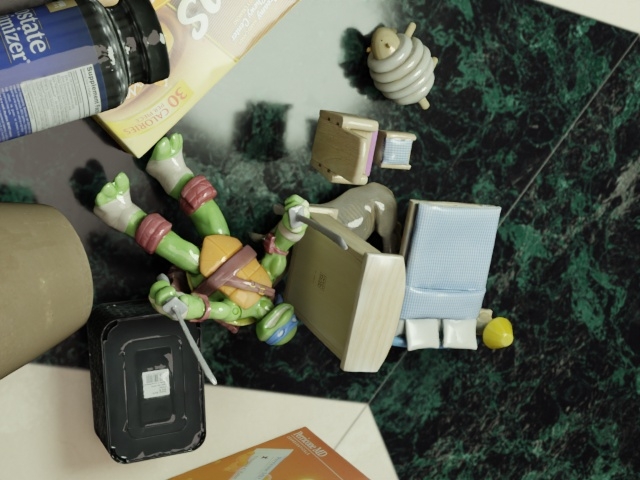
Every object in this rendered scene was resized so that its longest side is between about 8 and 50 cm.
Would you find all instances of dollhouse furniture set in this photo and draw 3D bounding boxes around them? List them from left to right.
[{"bbox_3d":[0.145,0.015,1.324,0.303,0.198,0.287,4,106,-26],"label":"dollhouse furniture set"}]

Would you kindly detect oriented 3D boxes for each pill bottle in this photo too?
[{"bbox_3d":[-0.273,-0.181,1.129,0.219,0.123,0.123,-20,108,-17],"label":"pill bottle"}]

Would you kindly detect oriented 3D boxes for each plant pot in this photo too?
[{"bbox_3d":[-0.376,0.055,1.171,0.229,0.263,0.263,-19,108,-38],"label":"plant pot"}]

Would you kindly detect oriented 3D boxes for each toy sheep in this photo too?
[{"bbox_3d":[0.107,-0.220,1.408,0.091,0.091,0.132,-48,120,-9],"label":"toy sheep"}]

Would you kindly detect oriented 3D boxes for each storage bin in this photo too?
[{"bbox_3d":[-0.212,0.167,1.339,0.122,0.084,0.180,-7,104,-23],"label":"storage bin"}]

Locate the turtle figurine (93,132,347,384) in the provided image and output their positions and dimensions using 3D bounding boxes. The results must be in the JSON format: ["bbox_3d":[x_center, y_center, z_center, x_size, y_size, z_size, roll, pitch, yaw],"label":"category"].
[{"bbox_3d":[-0.115,-0.003,1.238,0.266,0.274,0.198,43,94,7],"label":"turtle figurine"}]

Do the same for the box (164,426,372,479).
[{"bbox_3d":[-0.113,0.393,1.355,0.345,0.215,0.168,-18,107,-21],"label":"box"}]

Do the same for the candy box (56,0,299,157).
[{"bbox_3d":[-0.169,-0.270,1.269,0.316,0.087,0.183,-46,114,-10],"label":"candy box"}]

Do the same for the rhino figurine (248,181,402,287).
[{"bbox_3d":[0.000,0.000,1.409,0.243,0.073,0.106,-20,112,-18],"label":"rhino figurine"}]
